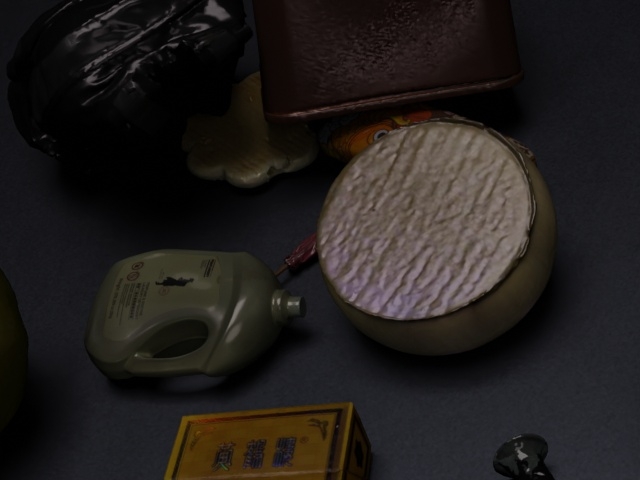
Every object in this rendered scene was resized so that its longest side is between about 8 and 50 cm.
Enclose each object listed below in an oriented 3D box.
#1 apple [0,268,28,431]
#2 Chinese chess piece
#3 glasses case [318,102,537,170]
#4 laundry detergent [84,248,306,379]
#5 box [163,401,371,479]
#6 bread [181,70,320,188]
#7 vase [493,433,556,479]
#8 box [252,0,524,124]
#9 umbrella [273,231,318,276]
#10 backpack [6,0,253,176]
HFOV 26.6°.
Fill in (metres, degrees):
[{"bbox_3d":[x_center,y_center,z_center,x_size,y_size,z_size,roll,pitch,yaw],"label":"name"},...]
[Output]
[{"bbox_3d":[-0.471,0.126,1.534,0.254,0.292,0.292,-10,33,-26],"label":"apple"},{"bbox_3d":[0.128,-0.005,1.506,0.270,0.112,0.270,-11,59,19],"label":"Chinese chess piece"},{"bbox_3d":[0.130,-0.108,1.704,0.122,0.082,0.321,-38,42,-27],"label":"glasses case"},{"bbox_3d":[-0.140,0.087,1.586,0.253,0.091,0.181,-3,43,20],"label":"laundry detergent"},{"bbox_3d":[-0.067,0.300,1.310,0.193,0.084,0.301,-6,41,17],"label":"box"},{"bbox_3d":[-0.107,-0.148,1.886,0.182,0.039,0.251,-24,39,-4],"label":"bread"},{"bbox_3d":[0.221,0.253,1.263,0.059,0.059,0.167,-24,39,-5],"label":"vase"},{"bbox_3d":[0.073,-0.311,1.775,0.339,0.229,0.239,-9,18,-1],"label":"box"},{"bbox_3d":[0.000,0.000,1.680,0.165,0.025,0.027,-38,23,-25],"label":"umbrella"},{"bbox_3d":[-0.250,-0.239,1.824,0.363,0.255,0.445,-37,12,-6],"label":"backpack"}]
